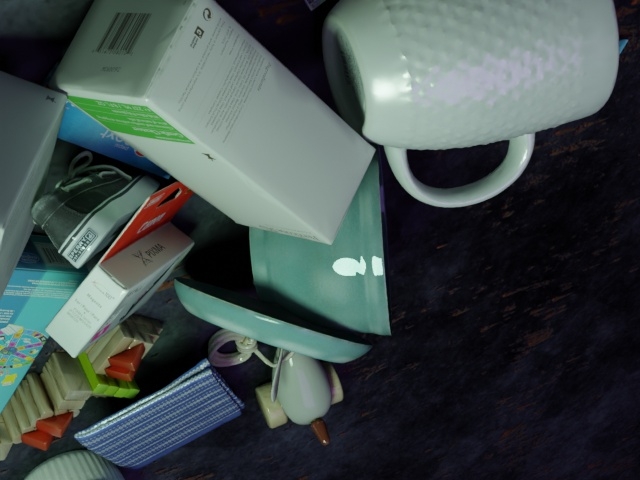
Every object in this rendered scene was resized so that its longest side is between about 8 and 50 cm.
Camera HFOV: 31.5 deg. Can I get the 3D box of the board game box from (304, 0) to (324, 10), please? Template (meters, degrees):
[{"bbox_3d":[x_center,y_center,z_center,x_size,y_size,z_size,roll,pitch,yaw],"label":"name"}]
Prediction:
[{"bbox_3d":[0.003,-0.357,1.477,0.090,0.020,0.090,-35,143,2],"label":"board game box"}]

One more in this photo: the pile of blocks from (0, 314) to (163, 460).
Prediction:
[{"bbox_3d":[-0.391,0.258,1.777,0.362,0.113,0.149,-35,143,1],"label":"pile of blocks"}]

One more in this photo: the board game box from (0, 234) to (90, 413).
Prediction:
[{"bbox_3d":[-0.511,0.133,1.565,0.253,0.079,0.336,8,127,-48],"label":"board game box"}]

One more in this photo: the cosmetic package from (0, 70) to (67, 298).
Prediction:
[{"bbox_3d":[-0.403,-0.043,1.295,0.138,0.224,0.225,21,135,-9],"label":"cosmetic package"}]

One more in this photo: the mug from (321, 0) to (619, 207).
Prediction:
[{"bbox_3d":[0.188,-0.217,1.537,0.328,0.276,0.374,-16,121,-13],"label":"mug"}]

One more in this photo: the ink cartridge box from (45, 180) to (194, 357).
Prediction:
[{"bbox_3d":[-0.236,0.020,1.554,0.239,0.060,0.275,-48,179,18],"label":"ink cartridge box"}]

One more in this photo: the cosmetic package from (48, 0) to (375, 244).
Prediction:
[{"bbox_3d":[-0.121,-0.151,1.404,0.365,0.197,0.155,38,71,-44],"label":"cosmetic package"}]

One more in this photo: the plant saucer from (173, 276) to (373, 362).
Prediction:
[{"bbox_3d":[-0.076,0.124,1.715,0.317,0.317,0.044,20,88,-47],"label":"plant saucer"}]

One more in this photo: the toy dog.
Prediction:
[{"bbox_3d":[-0.032,0.243,1.990,0.220,0.161,0.334,-35,143,1],"label":"toy dog"}]

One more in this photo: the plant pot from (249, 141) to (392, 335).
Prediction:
[{"bbox_3d":[0.000,0.000,1.686,0.196,0.293,0.293,-3,140,4],"label":"plant pot"}]

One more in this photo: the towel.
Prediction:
[{"bbox_3d":[-0.260,0.298,1.909,0.243,0.040,0.336,-28,160,-5],"label":"towel"}]

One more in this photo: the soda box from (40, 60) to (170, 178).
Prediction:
[{"bbox_3d":[-0.264,-0.152,1.461,0.210,0.067,0.071,21,117,-47],"label":"soda box"}]

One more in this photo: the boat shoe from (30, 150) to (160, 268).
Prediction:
[{"bbox_3d":[-0.293,-0.048,1.452,0.113,0.105,0.306,-48,-175,16],"label":"boat shoe"}]

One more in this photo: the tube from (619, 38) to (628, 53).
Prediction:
[{"bbox_3d":[0.414,-0.294,1.840,0.207,0.052,0.080,-8,142,-39],"label":"tube"}]

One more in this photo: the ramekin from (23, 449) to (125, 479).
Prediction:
[{"bbox_3d":[-0.429,0.457,1.970,0.207,0.109,0.207,-21,142,-18],"label":"ramekin"}]
